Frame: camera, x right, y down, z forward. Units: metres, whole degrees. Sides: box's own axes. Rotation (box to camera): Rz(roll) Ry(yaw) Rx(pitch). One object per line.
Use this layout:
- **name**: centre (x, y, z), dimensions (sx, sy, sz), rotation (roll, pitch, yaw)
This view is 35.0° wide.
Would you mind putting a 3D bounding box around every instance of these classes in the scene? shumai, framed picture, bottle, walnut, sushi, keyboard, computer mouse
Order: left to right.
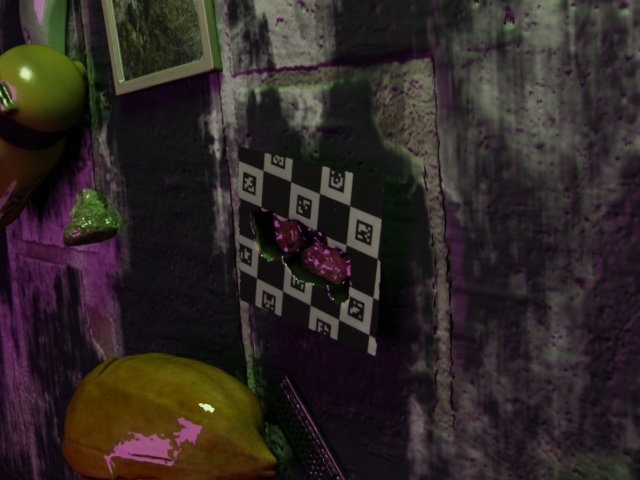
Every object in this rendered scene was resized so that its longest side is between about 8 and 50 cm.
- **bottle**: centre (-0.464, -0.158, 1.519), dimensions (0.351, 0.171, 0.172), rotation (-36, 72, 45)
- **computer mouse**: centre (-0.416, -0.332, 1.507), dimensions (0.089, 0.056, 0.182), rotation (33, 123, 45)
- **shumai**: centre (-0.339, -0.037, 1.477), dimensions (0.083, 0.082, 0.080), rotation (-21, 81, 25)
- **framed picture**: centre (-0.222, -0.360, 1.303), dimensions (0.240, 0.020, 0.324), rotation (0, 99, 48)
- **walnut**: centre (-0.177, 0.245, 1.265), dimensions (0.336, 0.209, 0.209), rotation (4, 102, 39)
- **keyboard**: centre (-0.005, 0.258, 1.206), dimensions (0.202, 0.011, 0.067), rotation (58, 137, 22)
- **sushi**: centre (0.000, 0.000, 1.109), dimensions (0.215, 0.050, 0.192), rotation (18, 116, 40)
